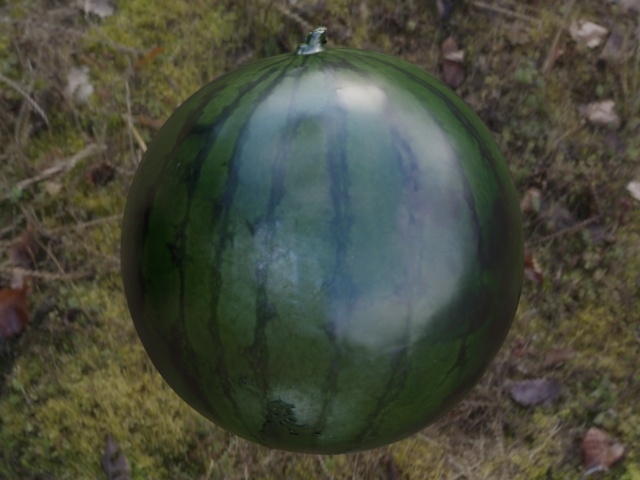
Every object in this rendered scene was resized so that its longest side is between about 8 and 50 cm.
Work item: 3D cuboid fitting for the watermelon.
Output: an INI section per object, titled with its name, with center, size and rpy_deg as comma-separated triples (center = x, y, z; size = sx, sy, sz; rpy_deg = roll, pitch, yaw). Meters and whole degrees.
[watermelon]
center = 0.000, 0.005, 0.638
size = 0.242, 0.242, 0.242
rpy_deg = 1, 63, -3
